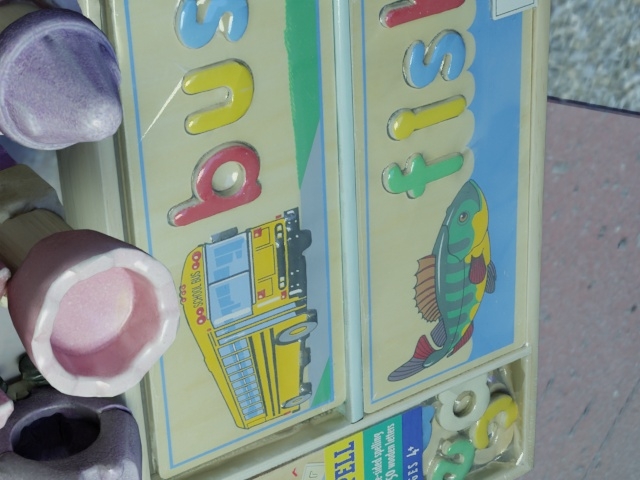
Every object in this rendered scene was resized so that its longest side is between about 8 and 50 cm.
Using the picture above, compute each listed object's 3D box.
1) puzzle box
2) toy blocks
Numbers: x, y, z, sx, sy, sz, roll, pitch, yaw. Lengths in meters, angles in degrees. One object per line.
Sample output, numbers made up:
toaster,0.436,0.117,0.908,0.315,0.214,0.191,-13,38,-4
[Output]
puzzle box,0.000,0.000,0.913,0.272,0.052,0.409,-20,125,-26
toy blocks,-0.183,0.074,0.673,0.289,0.260,0.309,-25,127,-25
